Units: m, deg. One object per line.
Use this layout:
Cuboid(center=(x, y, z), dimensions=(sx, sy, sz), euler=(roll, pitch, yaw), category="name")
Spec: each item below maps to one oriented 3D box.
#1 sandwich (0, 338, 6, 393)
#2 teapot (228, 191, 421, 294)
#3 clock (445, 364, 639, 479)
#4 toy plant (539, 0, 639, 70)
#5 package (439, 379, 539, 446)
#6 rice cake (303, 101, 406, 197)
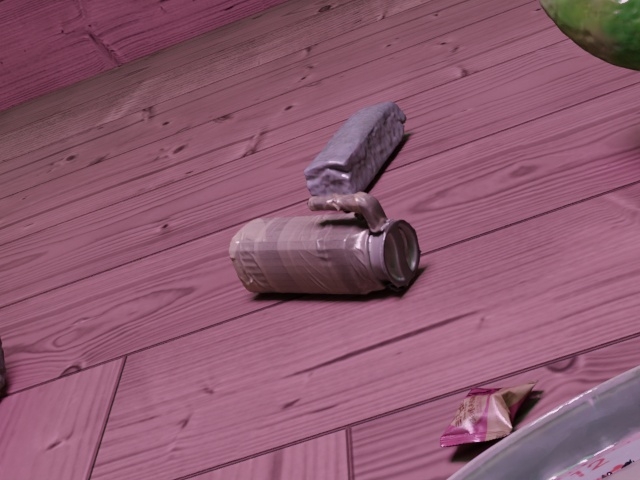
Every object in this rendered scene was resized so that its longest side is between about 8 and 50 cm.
Cuboid(center=(-0.428, 0.111, 0.985), dimensions=(0.131, 0.262, 0.325), euler=(-16, 25, 2), category="sandwich")
Cuboid(center=(0.000, 0.000, 1.027), dimensions=(0.200, 0.107, 0.077), euler=(-2, 29, 38), category="teapot")
Cuboid(center=(0.161, 0.138, 0.491), dimensions=(0.265, 0.109, 0.324), euler=(-31, -6, 2), category="clock")
Cuboid(center=(0.428, -0.203, 0.919), dimensions=(0.356, 0.210, 0.317), euler=(-29, 64, 12), category="toy plant")
Cuboid(center=(0.129, 0.128, 0.751), dimensions=(0.059, 0.029, 0.083), euler=(-15, 14, 33), category="package")
Cuboid(center=(0.045, -0.112, 1.269), dimensions=(0.069, 0.063, 0.206), euler=(-8, 28, 34), category="rice cake")
